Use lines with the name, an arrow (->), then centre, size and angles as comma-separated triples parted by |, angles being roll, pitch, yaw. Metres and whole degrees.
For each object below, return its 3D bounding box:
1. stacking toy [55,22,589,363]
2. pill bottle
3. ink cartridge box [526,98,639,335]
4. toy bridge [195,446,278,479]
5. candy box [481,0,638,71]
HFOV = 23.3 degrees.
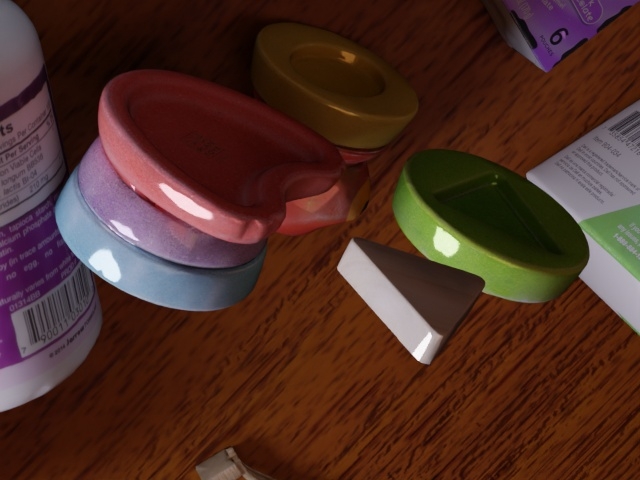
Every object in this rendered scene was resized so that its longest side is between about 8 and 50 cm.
stacking toy -> 0.000, 0.000, 0.981 | 0.309, 0.279, 0.130 | -25, 147, -56
pill bottle -> -0.242, -0.053, 0.951 | 0.169, 0.169, 0.301 | -17, 121, -14
ink cartridge box -> 0.328, -0.046, 1.177 | 0.273, 0.198, 0.114 | -33, 124, -3
toy bridge -> -0.039, 0.236, 1.279 | 0.063, 0.026, 0.188 | -30, 124, -8
candy box -> 0.186, -0.245, 1.087 | 0.196, 0.070, 0.165 | -38, 124, 0
